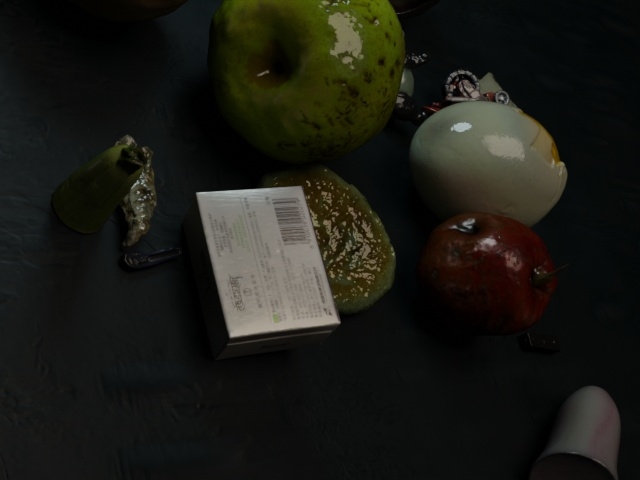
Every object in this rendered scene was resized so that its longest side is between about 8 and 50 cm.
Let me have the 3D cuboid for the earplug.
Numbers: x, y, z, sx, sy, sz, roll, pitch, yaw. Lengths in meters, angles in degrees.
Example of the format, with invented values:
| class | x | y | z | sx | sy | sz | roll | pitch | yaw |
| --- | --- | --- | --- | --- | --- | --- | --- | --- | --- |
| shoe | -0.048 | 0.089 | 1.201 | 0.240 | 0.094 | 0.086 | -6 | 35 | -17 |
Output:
| class | x | y | z | sx | sy | sz | roll | pitch | yaw |
| --- | --- | --- | --- | --- | --- | --- | --- | --- | --- |
| earplug | 0.528 | 0.397 | 2.049 | 0.172 | 0.172 | 0.301 | 47 | 35 | -9 |

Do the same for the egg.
| class | x | y | z | sx | sy | sz | roll | pitch | yaw |
| --- | --- | --- | --- | --- | --- | --- | --- | --- | --- |
| egg | 0.337 | -0.153 | 2.131 | 0.345 | 0.283 | 0.283 | 21 | 51 | -28 |

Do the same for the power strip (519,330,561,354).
| class | x | y | z | sx | sy | sz | roll | pitch | yaw |
| --- | --- | --- | --- | --- | --- | --- | --- | --- | --- |
| power strip | 0.473 | 0.221 | 2.198 | 0.111 | 0.029 | 0.038 | 13 | 55 | -40 |

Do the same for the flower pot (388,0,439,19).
| class | x | y | z | sx | sy | sz | roll | pitch | yaw |
| --- | --- | --- | --- | --- | --- | --- | --- | --- | --- |
| flower pot | 0.158 | -0.688 | 2.350 | 0.266 | 0.266 | 0.267 | 11 | 48 | -39 |

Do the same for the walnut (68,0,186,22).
| class | x | y | z | sx | sy | sz | roll | pitch | yaw |
| --- | --- | --- | --- | --- | --- | --- | --- | --- | --- |
| walnut | -0.307 | -0.554 | 1.727 | 0.381 | 0.381 | 0.381 | 24 | 50 | -31 |

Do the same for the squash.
| class | x | y | z | sx | sy | sz | roll | pitch | yaw |
| --- | --- | --- | --- | --- | --- | --- | --- | --- | --- |
| squash | -0.314 | -0.088 | 1.518 | 0.094 | 0.224 | 0.094 | 18 | 60 | -33 |

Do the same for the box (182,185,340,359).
| class | x | y | z | sx | sy | sz | roll | pitch | yaw |
| --- | --- | --- | --- | --- | --- | --- | --- | --- | --- |
| box | -0.100 | 0.048 | 1.672 | 0.194 | 0.111 | 0.261 | -4 | 68 | -24 |

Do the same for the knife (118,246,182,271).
| class | x | y | z | sx | sy | sz | roll | pitch | yaw |
| --- | --- | --- | --- | --- | --- | --- | --- | --- | --- |
| knife | -0.270 | 0.027 | 1.634 | 0.121 | 0.018 | 0.031 | -14 | 76 | -49 |

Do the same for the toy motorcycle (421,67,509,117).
| class | x | y | z | sx | sy | sz | roll | pitch | yaw |
| --- | --- | --- | --- | --- | --- | --- | --- | --- | --- |
| toy motorcycle | 0.379 | -0.258 | 2.353 | 0.298 | 0.089 | 0.171 | 40 | 82 | -11 |

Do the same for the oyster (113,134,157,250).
| class | x | y | z | sx | sy | sz | roll | pitch | yaw |
| --- | --- | --- | --- | --- | --- | --- | --- | --- | --- |
| oyster | -0.290 | -0.083 | 1.654 | 0.106 | 0.061 | 0.200 | 0 | 64 | -45 |

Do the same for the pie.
| class | x | y | z | sx | sy | sz | roll | pitch | yaw |
| --- | --- | --- | --- | --- | --- | --- | --- | --- | --- |
| pie | 0.000 | 0.000 | 1.871 | 0.323 | 0.070 | 0.323 | 18 | 56 | -29 |

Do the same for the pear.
| class | x | y | z | sx | sy | sz | roll | pitch | yaw |
| --- | --- | --- | --- | --- | --- | --- | --- | --- | --- |
| pear | -0.014 | -0.325 | 1.864 | 0.391 | 0.391 | 0.391 | 24 | 50 | -31 |

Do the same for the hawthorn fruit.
| class | x | y | z | sx | sy | sz | roll | pitch | yaw |
| --- | --- | --- | --- | --- | --- | --- | --- | --- | --- |
| hawthorn fruit | 0.319 | 0.072 | 1.983 | 0.261 | 0.258 | 0.258 | 37 | 35 | 23 |

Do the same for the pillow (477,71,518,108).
| class | x | y | z | sx | sy | sz | roll | pitch | yaw |
| --- | --- | --- | --- | --- | --- | --- | --- | --- | --- |
| pillow | 0.411 | -0.312 | 2.459 | 0.134 | 0.078 | 0.181 | -32 | 88 | -43 |

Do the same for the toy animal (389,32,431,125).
| class | x | y | z | sx | sy | sz | roll | pitch | yaw |
| --- | --- | --- | --- | --- | --- | --- | --- | --- | --- |
| toy animal | 0.169 | -0.363 | 2.224 | 0.121 | 0.093 | 0.225 | 7 | 85 | -42 |
